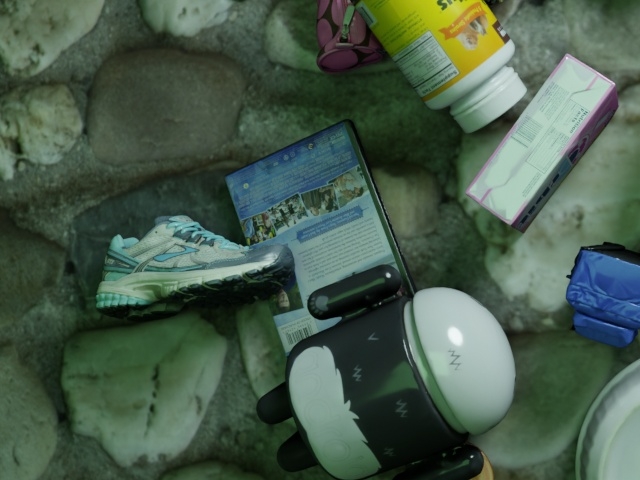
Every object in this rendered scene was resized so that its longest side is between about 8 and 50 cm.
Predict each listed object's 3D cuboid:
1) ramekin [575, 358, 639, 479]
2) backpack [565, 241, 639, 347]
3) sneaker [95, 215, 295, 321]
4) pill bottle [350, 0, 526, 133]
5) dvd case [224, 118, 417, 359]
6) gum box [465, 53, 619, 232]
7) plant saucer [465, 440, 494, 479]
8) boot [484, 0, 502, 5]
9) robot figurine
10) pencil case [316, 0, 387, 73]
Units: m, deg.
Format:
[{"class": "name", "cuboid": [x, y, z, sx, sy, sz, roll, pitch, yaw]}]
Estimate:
[{"class": "ramekin", "cuboid": [0.384, 0.235, 0.883, 0.273, 0.127, 0.272, -2, 85, 20]}, {"class": "backpack", "cuboid": [0.303, 0.052, 0.933, 0.098, 0.120, 0.101, 24, 104, 18]}, {"class": "sneaker", "cuboid": [-0.163, 0.020, 1.110, 0.283, 0.110, 0.122, -10, 72, 26]}, {"class": "pill bottle", "cuboid": [0.133, -0.228, 0.997, 0.117, 0.117, 0.215, -36, 99, 15]}, {"class": "dvd case", "cuboid": [0.000, 0.000, 1.103, 0.180, 0.022, 0.253, -23, 78, 17]}, {"class": "gum box", "cuboid": [0.245, -0.104, 0.973, 0.062, 0.107, 0.188, 39, 99, 19]}, {"class": "plant saucer", "cuboid": [0.155, 0.269, 1.027, 0.084, 0.013, 0.083, -2, 86, 20]}, {"class": "boot", "cuboid": [0.255, -0.324, 1.001, 0.178, 0.085, 0.236, -49, 65, 13]}, {"class": "robot figurine", "cuboid": [0.074, 0.159, 0.986, 0.278, 0.209, 0.173, -25, 35, 18]}, {"class": "pencil case", "cuboid": [0.028, -0.311, 1.077, 0.095, 0.098, 0.209, -10, 82, 17]}]
